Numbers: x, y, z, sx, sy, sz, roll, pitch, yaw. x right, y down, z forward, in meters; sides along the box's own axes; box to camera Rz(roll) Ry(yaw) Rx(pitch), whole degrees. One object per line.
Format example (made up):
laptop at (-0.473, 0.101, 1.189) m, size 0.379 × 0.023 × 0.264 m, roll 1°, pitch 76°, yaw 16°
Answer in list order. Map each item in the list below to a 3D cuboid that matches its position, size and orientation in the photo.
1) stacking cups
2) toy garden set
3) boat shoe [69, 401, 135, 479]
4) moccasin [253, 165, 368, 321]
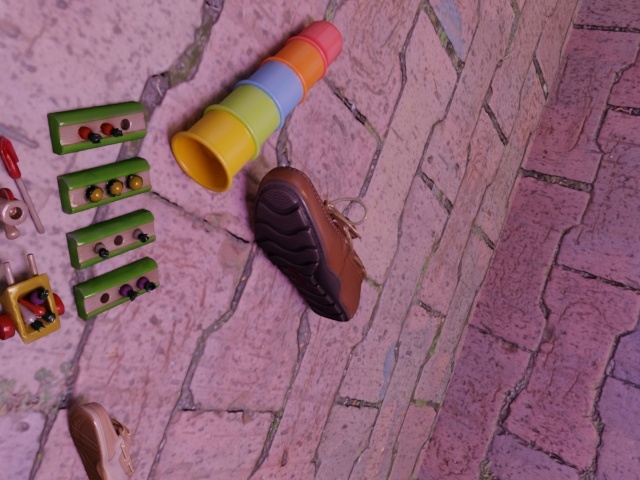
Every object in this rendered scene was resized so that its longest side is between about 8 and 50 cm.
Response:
stacking cups at (-0.070, -0.198, 0.802) m, size 0.316 × 0.096 × 0.096 m, roll -52°, pitch 143°, yaw -33°
toy garden set at (-0.264, -0.015, 0.630) m, size 0.204 × 0.049 × 0.244 m, roll -28°, pitch 127°, yaw -48°
boat shoe at (-0.277, 0.262, 0.743) m, size 0.059 × 0.063 × 0.170 m, roll -39°, pitch 145°, yaw -44°
moccasin at (0.003, 0.001, 0.960) m, size 0.146 × 0.139 × 0.380 m, roll -64°, pitch 145°, yaw -23°
